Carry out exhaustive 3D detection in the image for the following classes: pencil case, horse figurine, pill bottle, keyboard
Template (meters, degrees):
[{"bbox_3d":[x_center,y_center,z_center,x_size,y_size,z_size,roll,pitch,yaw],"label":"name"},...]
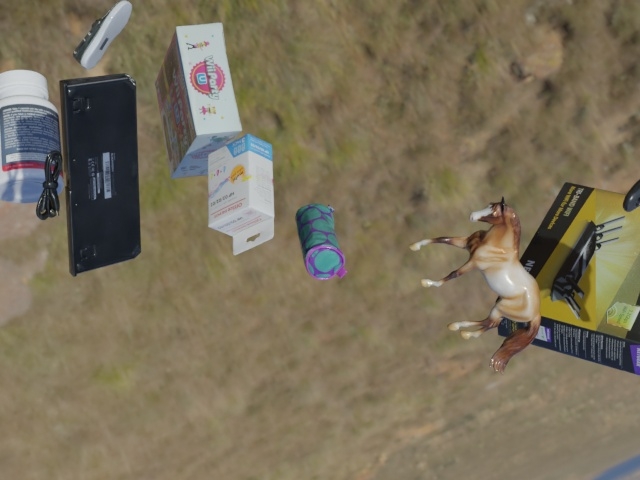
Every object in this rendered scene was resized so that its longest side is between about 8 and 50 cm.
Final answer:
[{"bbox_3d":[0.000,0.000,1.727,0.070,0.152,0.064,37,109,-24],"label":"pencil case"},{"bbox_3d":[0.246,0.065,1.592,0.174,0.263,0.066,-21,-159,26],"label":"horse figurine"},{"bbox_3d":[-0.441,-0.156,1.641,0.108,0.180,0.108,-8,162,-2],"label":"pill bottle"},{"bbox_3d":[-0.214,-0.058,1.008,0.023,0.180,0.108,16,-157,41],"label":"keyboard"}]

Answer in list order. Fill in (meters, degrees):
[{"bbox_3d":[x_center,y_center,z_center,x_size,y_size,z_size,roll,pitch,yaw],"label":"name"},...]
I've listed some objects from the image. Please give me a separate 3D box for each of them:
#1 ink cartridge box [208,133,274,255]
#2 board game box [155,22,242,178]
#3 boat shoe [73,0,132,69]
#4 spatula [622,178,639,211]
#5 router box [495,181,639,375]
[{"bbox_3d":[-0.137,-0.078,1.892,0.104,0.181,0.061,-24,148,36],"label":"ink cartridge box"},{"bbox_3d":[-0.251,-0.273,2.213,0.097,0.224,0.303,-8,169,-19],"label":"board game box"},{"bbox_3d":[-0.388,-0.370,1.950,0.142,0.040,0.049,-54,163,4],"label":"boat shoe"},{"bbox_3d":[0.431,-0.118,1.301,0.296,0.030,0.084,-43,146,-36],"label":"spatula"},{"bbox_3d":[0.449,0.052,1.751,0.309,0.243,0.081,-54,146,-36],"label":"router box"}]
